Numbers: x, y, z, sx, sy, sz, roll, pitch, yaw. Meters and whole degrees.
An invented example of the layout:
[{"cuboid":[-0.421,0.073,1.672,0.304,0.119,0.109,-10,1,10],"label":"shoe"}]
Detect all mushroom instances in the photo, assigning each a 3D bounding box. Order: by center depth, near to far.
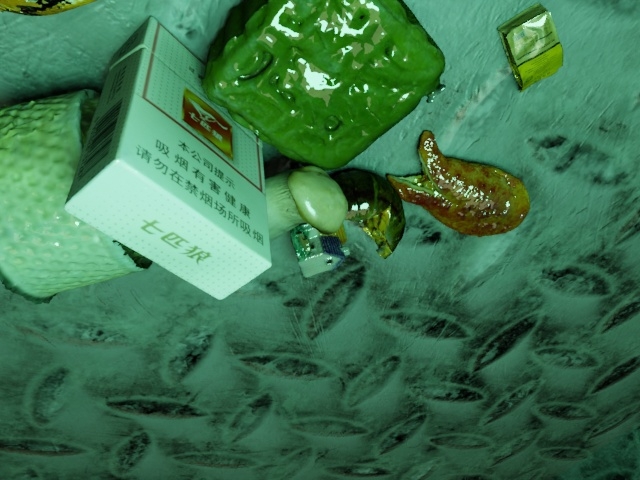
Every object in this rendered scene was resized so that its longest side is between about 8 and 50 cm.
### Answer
[{"cuboid":[-0.102,-0.038,0.829,0.329,0.159,0.122,-15,112,36],"label":"mushroom"}]

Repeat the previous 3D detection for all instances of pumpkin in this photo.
[{"cuboid":[0.085,-0.058,0.934,0.107,0.119,0.183,-45,126,14],"label":"pumpkin"}]

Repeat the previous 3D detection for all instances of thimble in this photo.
[{"cuboid":[-0.341,-0.060,0.740,0.150,0.270,0.270,-14,134,-2],"label":"thimble"}]

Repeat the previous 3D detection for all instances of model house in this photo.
[{"cuboid":[0.000,0.000,0.981,0.100,0.100,0.087,-14,133,0],"label":"model house"}]

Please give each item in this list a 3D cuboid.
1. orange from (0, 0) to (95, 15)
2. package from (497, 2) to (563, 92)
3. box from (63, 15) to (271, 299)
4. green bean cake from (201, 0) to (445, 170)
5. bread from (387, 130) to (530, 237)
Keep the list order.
[{"cuboid":[-0.262,-0.320,0.533,0.234,0.234,0.182,-26,122,13],"label":"orange"},{"cuboid":[0.322,-0.281,0.816,0.071,0.047,0.131,-29,130,11],"label":"package"},{"cuboid":[-0.171,-0.114,0.676,0.095,0.330,0.210,-35,130,21],"label":"box"},{"cuboid":[0.002,-0.236,0.719,0.250,0.156,0.247,-40,127,24],"label":"green bean cake"},{"cuboid":[0.254,-0.082,0.963,0.269,0.095,0.139,20,119,-23],"label":"bread"}]
